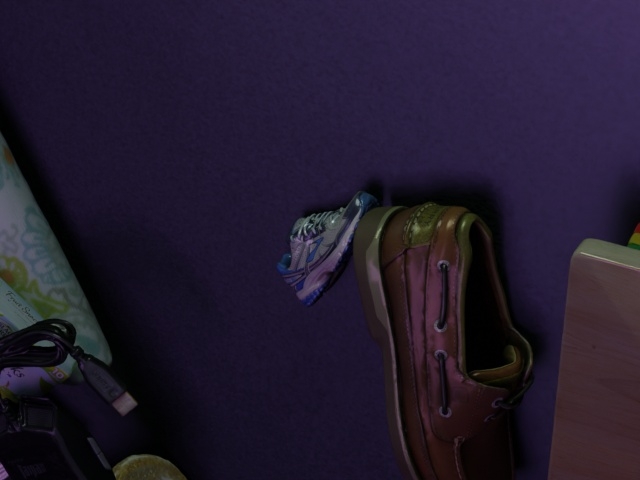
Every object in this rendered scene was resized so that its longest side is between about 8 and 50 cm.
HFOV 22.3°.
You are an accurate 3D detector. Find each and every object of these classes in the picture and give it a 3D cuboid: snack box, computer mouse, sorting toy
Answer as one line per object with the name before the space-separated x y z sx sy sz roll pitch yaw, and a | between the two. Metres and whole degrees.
snack box | -0.306 0.091 1.506 0.100 0.037 0.141 -35 107 32
computer mouse | -0.225 0.175 1.490 0.184 0.060 0.262 -19 113 30
sorting toy | 0.315 0.121 1.224 0.257 0.089 0.255 16 128 21

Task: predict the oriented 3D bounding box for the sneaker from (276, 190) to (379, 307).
sneaker | 0.000 0.000 1.358 0.058 0.052 0.135 40 133 6

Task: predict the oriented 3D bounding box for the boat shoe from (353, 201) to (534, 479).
boat shoe | 0.116 0.114 1.325 0.104 0.111 0.307 -2 120 34

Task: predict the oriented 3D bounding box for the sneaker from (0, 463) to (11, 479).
sneaker | -0.391 0.263 1.700 0.299 0.121 0.112 -40 91 10

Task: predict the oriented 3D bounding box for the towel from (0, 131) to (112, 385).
towel | -0.419 0.020 1.583 0.374 0.090 0.320 -12 118 27

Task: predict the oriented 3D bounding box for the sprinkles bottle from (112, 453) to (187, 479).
sprinkles bottle | -0.277 0.329 1.709 0.355 0.121 0.121 -30 103 41
